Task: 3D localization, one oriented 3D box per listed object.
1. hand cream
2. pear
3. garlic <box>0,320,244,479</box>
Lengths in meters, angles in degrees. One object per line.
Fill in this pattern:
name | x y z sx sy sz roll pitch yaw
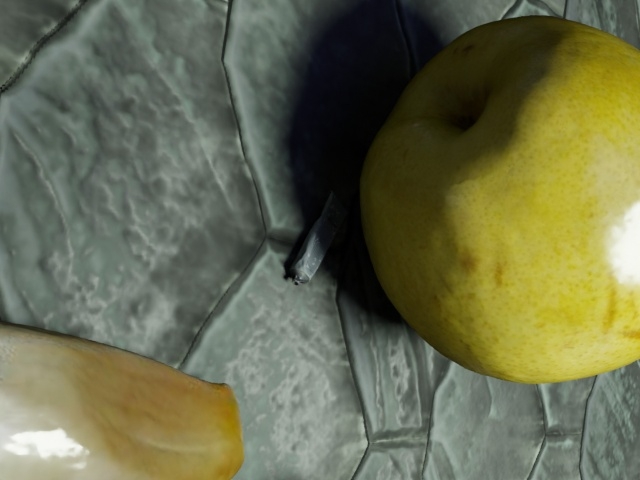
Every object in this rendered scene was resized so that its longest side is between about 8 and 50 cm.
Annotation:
hand cream | 0.000 0.000 0.726 0.030 0.019 0.093 52 54 -36
pear | 0.185 -0.026 0.732 0.314 0.314 0.314 -3 94 -46
garlic | -0.159 0.128 0.518 0.318 0.112 0.143 25 71 -55
